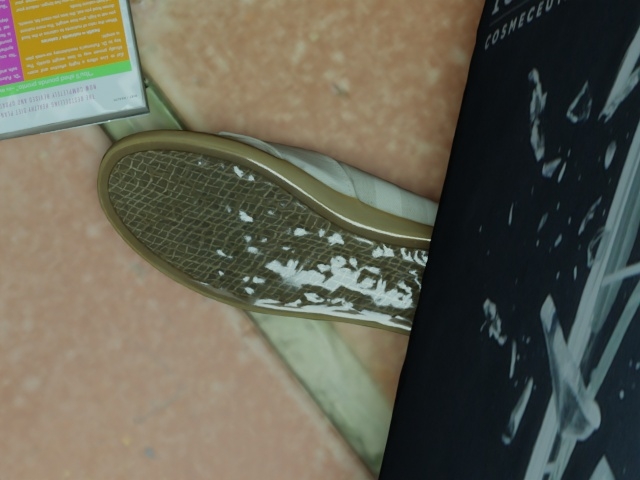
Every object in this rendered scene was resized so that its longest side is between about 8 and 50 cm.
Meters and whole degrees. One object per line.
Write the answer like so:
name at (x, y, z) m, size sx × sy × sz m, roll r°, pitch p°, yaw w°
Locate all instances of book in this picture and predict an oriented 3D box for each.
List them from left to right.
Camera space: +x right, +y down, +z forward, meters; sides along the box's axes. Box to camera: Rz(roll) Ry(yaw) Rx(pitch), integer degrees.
book at (-0.142, -0.124, 0.842) m, size 0.096 × 0.035 × 0.144 m, roll -10°, pitch 87°, yaw -1°

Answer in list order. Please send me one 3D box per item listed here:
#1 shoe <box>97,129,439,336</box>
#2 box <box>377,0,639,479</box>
shoe at (0.000, 0.000, 0.838) m, size 0.219 × 0.058 × 0.076 m, roll 19°, pitch 106°, yaw 1°
box at (0.228, 0.094, 0.582) m, size 0.297 × 0.480 × 0.472 m, roll 18°, pitch 77°, yaw -15°
